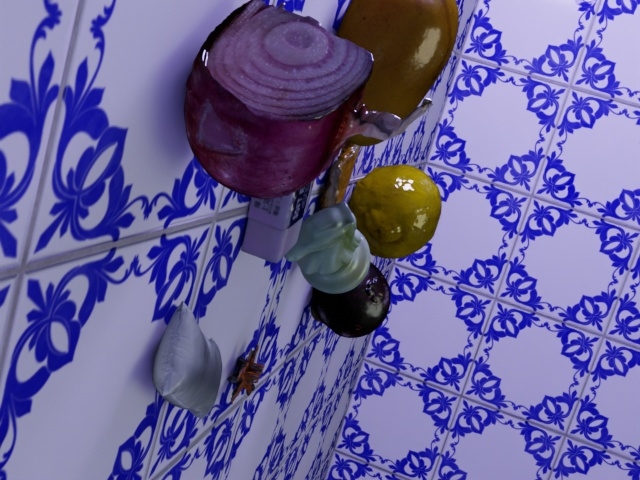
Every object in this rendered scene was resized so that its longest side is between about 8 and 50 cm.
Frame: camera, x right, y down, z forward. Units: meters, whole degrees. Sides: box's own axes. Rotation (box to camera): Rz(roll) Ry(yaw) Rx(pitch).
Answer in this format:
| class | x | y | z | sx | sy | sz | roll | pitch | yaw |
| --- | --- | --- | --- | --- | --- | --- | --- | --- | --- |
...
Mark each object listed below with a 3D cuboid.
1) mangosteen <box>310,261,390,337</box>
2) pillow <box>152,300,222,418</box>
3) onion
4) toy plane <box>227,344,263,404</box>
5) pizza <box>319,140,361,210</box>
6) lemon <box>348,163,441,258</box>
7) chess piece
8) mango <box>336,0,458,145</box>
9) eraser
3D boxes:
| class | x | y | z | sx | sy | sz | roll | pitch | yaw |
| --- | --- | --- | --- | --- | --- | --- | --- | --- | --- |
| mangosteen | 0.066 | 0.160 | 2.190 | 0.265 | 0.228 | 0.228 | -22 | -148 | 47 |
| pillow | -0.210 | 0.197 | 1.278 | 0.254 | 0.078 | 0.144 | 76 | 25 | -69 |
| onion | -0.059 | -0.164 | 1.048 | 0.256 | 0.272 | 0.230 | -24 | 156 | -27 |
| toy plane | -0.164 | 0.296 | 1.696 | 0.188 | 0.062 | 0.135 | 116 | 0 | -62 |
| pizza | 0.041 | -0.139 | 1.911 | 0.134 | 0.056 | 0.271 | -51 | 161 | -64 |
| lemon | 0.218 | -0.091 | 2.274 | 0.316 | 0.285 | 0.285 | -39 | 152 | -31 |
| chess piece | 0.011 | 0.010 | 1.772 | 0.298 | 0.176 | 0.175 | 58 | 52 | -70 |
| mango | 0.134 | -0.360 | 1.602 | 0.264 | 0.221 | 0.378 | -38 | 154 | -57 |
| eraser | -0.059 | -0.114 | 1.435 | 0.130 | 0.086 | 0.287 | -44 | 151 | -65 |
